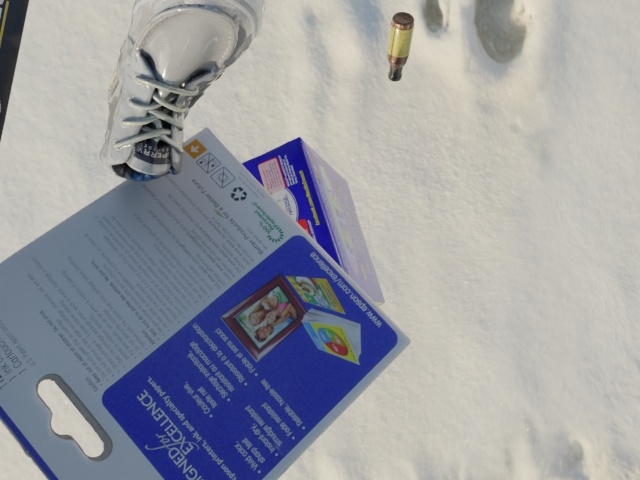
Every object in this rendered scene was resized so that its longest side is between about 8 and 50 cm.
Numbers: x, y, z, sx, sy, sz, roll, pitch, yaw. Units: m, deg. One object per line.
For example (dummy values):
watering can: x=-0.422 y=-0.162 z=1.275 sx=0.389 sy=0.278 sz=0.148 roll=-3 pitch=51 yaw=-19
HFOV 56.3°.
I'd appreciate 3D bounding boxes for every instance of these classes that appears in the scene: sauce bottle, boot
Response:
sauce bottle: x=0.140 y=-0.343 z=1.067 sx=0.042 sy=0.128 sz=0.042 roll=1 pitch=57 yaw=-2
boot: x=-0.116 y=-0.112 z=0.470 sx=0.258 sy=0.095 sz=0.124 roll=171 pitch=108 yaw=-66

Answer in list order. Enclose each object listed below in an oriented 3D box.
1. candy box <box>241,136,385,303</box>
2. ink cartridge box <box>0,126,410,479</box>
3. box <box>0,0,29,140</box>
candy box: x=0.000 y=0.000 z=1.050 sx=0.122 sy=0.317 sz=0.268 roll=-20 pitch=77 yaw=13
ink cartridge box: x=-0.127 y=0.086 z=0.552 sx=0.307 sy=0.072 sz=0.304 roll=-40 pitch=80 yaw=-21
box: x=-0.542 y=-0.317 z=0.923 sx=0.394 sy=0.097 sz=0.319 roll=15 pitch=94 yaw=53
